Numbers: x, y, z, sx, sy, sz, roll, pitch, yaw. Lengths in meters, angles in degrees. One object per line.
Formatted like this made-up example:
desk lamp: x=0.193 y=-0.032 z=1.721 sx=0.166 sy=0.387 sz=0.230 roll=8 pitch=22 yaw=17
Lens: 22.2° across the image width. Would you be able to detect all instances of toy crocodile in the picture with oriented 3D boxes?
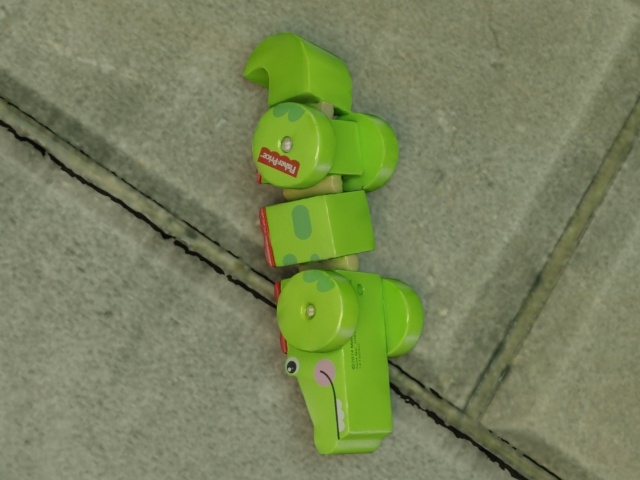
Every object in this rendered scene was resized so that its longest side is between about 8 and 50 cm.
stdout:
toy crocodile: x=0.000 y=0.000 z=1.282 sx=0.115 sy=0.105 sz=0.340 roll=0 pitch=80 yaw=-53
